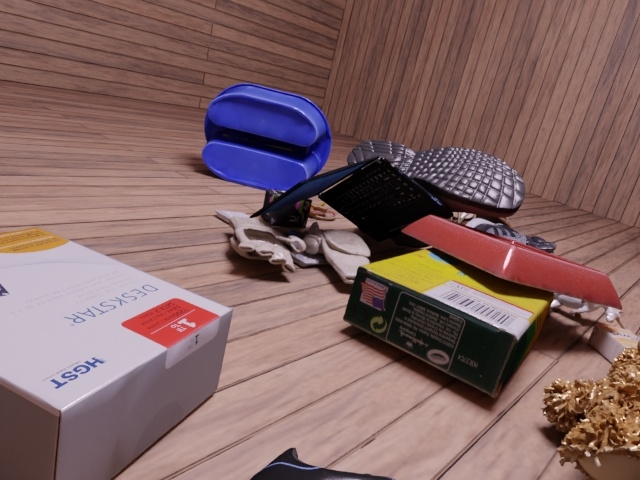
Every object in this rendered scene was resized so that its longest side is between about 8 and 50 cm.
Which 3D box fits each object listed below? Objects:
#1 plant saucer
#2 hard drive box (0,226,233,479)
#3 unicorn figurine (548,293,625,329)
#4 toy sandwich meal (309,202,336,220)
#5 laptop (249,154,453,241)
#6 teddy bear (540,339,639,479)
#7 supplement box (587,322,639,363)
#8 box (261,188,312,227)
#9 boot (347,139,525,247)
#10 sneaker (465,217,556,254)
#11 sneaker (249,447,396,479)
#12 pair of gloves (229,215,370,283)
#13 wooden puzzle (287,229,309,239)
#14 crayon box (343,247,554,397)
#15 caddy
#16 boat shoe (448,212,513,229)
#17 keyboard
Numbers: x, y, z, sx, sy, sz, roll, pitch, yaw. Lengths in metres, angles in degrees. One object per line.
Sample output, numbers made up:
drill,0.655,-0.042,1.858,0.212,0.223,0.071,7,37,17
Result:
plant saucer,0.301,0.024,0.813,0.258,0.048,0.258,13,9,-25
hard drive box,-0.219,0.079,0.401,0.232,0.089,0.181,20,18,17
unicorn figurine,0.448,0.110,0.883,0.161,0.060,0.111,28,22,38
toy sandwich meal,-0.003,-0.071,1.153,0.085,0.029,0.086,13,17,-4
laptop,0.050,-0.045,0.907,0.264,0.137,0.234,36,-25,-17
teddy bear,0.338,0.145,0.480,0.337,0.245,0.113,-6,69,-38
supplement box,0.457,0.165,0.754,0.062,0.036,0.098,12,17,-9
box,-0.069,-0.065,1.025,0.083,0.062,0.052,5,19,-29
boot,0.217,-0.068,0.980,0.337,0.223,0.118,21,58,30
sneaker,0.388,0.022,1.040,0.153,0.102,0.268,23,17,37
sneaker,0.055,0.188,0.282,0.232,0.082,0.090,18,24,18
pair of gloves,-0.026,0.005,0.825,0.239,0.042,0.204,10,17,-14
wooden puzzle,0.000,0.000,0.962,0.116,0.014,0.078,16,13,7
crayon box,0.199,0.088,0.707,0.202,0.081,0.318,23,17,30
caddy,-0.142,-0.264,1.308,0.340,0.242,0.179,14,21,0
boat shoe,0.333,-0.059,1.241,0.323,0.123,0.116,7,20,-18
keyboard,-0.089,-0.008,0.914,0.256,0.014,0.072,28,22,38
